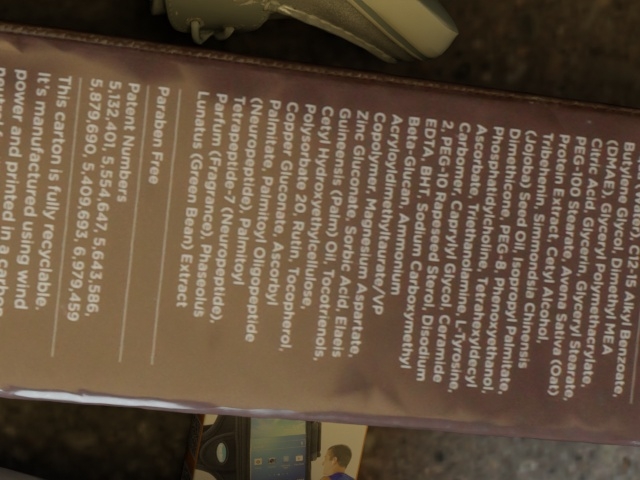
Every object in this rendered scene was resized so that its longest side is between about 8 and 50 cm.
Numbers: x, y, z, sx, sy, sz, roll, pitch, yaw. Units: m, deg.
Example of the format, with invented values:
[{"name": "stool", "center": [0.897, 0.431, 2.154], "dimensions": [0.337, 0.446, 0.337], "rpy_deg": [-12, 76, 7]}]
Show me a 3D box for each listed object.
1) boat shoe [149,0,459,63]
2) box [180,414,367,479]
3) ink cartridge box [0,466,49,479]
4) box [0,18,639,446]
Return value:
[{"name": "boat shoe", "center": [-0.049, -0.130, 0.809], "dimensions": [0.227, 0.079, 0.081], "rpy_deg": [32, 107, -16]}, {"name": "box", "center": [-0.018, 0.080, 0.906], "dimensions": [0.081, 0.028, 0.136], "rpy_deg": [6, 108, -15]}, {"name": "ink cartridge box", "center": [-0.118, 0.229, 0.804], "dimensions": [0.306, 0.131, 0.226], "rpy_deg": [13, 105, 18]}, {"name": "box", "center": [0.000, 0.000, 0.785], "dimensions": [0.381, 0.191, 0.143], "rpy_deg": [5, 91, -14]}]
